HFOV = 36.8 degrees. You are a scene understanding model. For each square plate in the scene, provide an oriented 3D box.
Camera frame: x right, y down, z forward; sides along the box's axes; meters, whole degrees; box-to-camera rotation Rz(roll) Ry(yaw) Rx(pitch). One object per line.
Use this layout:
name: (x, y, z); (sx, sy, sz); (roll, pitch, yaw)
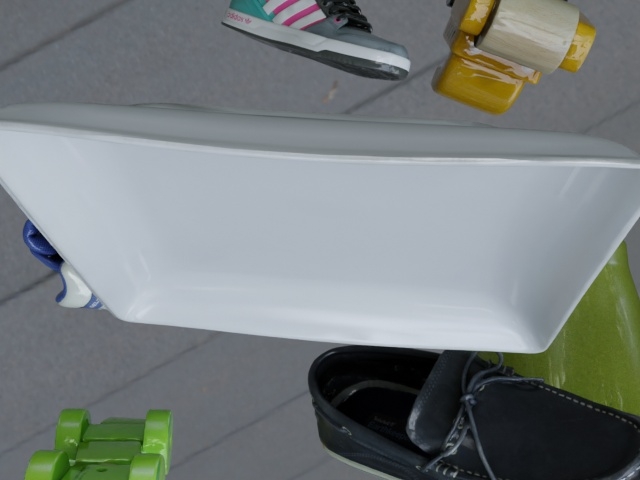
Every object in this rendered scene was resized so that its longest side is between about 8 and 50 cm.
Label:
square plate: (0.000, 0.000, 0.621); (0.347, 0.049, 0.344); (4, 159, 4)

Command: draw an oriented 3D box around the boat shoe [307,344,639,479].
boat shoe: (0.179, 0.224, 1.168); (0.187, 0.500, 0.156); (-51, 128, -32)

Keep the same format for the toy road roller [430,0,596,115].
toy road roller: (0.301, -0.321, 1.626); (0.203, 0.329, 0.240); (19, 112, -6)

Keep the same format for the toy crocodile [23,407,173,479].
toy crocodile: (-0.200, 0.229, 0.901); (0.115, 0.340, 0.105); (1, 96, -4)

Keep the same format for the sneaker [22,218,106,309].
sneaker: (-0.242, -0.036, 0.984); (0.131, 0.296, 0.111); (-1, 121, -30)

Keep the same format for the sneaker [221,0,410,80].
sneaker: (0.014, -0.324, 1.260); (0.124, 0.296, 0.178); (9, 103, -58)

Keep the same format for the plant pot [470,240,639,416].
plant pot: (0.353, 0.172, 1.480); (0.367, 0.352, 0.366); (0, 173, 0)
